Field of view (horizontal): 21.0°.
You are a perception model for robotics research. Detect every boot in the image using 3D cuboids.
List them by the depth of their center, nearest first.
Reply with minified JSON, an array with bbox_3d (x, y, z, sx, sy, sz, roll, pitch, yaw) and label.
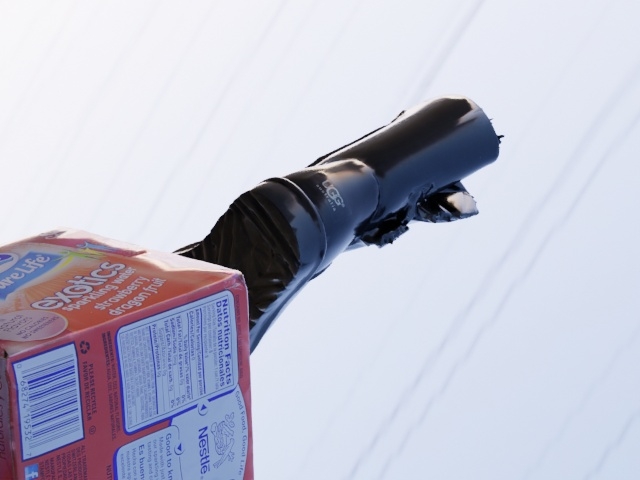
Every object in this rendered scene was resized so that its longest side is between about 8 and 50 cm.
[{"bbox_3d":[0.000,0.000,1.210,0.207,0.094,0.246,-25,168,-37],"label":"boot"}]

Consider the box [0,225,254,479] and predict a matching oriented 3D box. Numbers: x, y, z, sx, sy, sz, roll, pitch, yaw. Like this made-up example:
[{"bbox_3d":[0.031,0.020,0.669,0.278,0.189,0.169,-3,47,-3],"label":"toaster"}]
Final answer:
[{"bbox_3d":[-0.110,0.136,0.725,0.122,0.128,0.257,13,-67,40],"label":"box"}]
